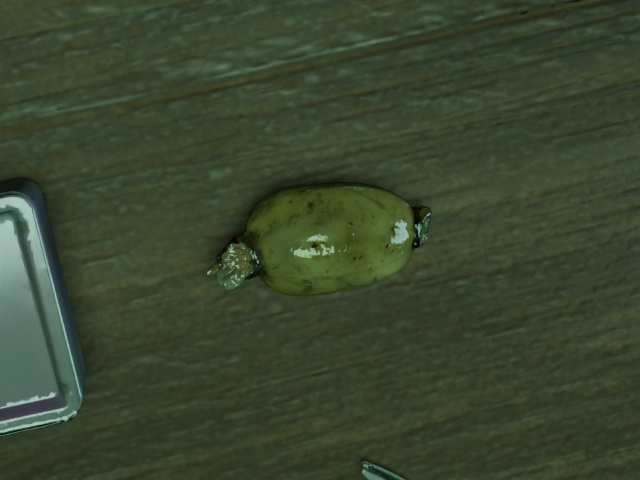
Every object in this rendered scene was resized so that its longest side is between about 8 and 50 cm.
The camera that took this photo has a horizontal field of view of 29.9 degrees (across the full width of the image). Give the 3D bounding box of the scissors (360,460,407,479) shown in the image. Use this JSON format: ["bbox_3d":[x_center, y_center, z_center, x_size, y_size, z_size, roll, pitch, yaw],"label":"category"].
[{"bbox_3d":[0.075,0.188,0.842,0.119,0.014,0.058,34,96,-18],"label":"scissors"}]

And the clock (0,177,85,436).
[{"bbox_3d":[-0.255,0.054,0.738,0.197,0.063,0.150,-12,105,-4],"label":"clock"}]

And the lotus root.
[{"bbox_3d":[0.000,0.000,0.761,0.151,0.063,0.072,-14,115,-8],"label":"lotus root"}]
